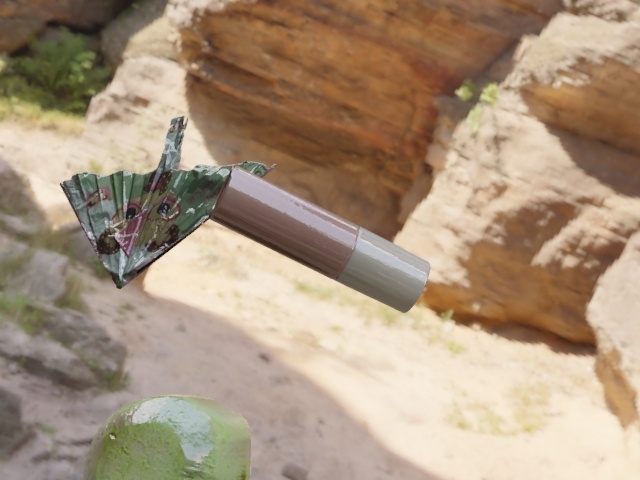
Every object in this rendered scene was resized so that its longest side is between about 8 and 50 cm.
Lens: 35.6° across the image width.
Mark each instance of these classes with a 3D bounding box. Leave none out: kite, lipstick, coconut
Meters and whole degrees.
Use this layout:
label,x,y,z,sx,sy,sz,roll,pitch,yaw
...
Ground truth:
label,x,y,z,sx,sy,sz,roll,pitch,yaw
kite,-0.211,-0.054,1.242,0.322,0.268,0.013,-1,-36,25
lipstick,0.000,0.000,1.149,0.254,0.070,0.070,26,9,-9
coconut,-0.198,0.308,1.327,0.204,0.236,0.236,13,6,20
